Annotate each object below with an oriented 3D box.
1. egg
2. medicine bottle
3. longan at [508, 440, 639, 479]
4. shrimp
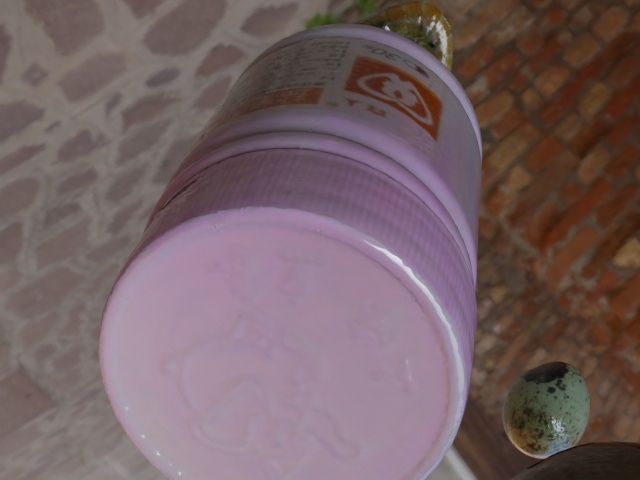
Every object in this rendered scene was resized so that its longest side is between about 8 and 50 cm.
[{"bbox_3d":[0.232,0.170,1.147,0.110,0.085,0.085,-55,175,-27],"label":"egg"},{"bbox_3d":[0.000,0.000,0.711,0.202,0.202,0.316,-42,-166,24],"label":"medicine bottle"},{"bbox_3d":[0.223,0.275,0.837,0.258,0.258,0.258,-33,165,-10],"label":"longan"},{"bbox_3d":[0.051,-0.141,0.894,0.114,0.083,0.023,-14,-170,11],"label":"shrimp"}]
